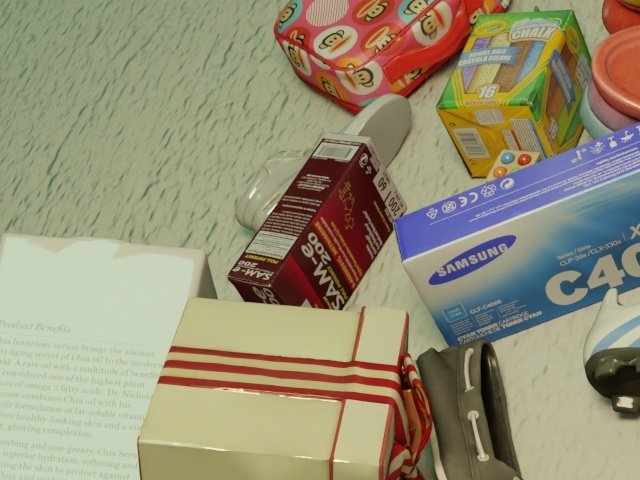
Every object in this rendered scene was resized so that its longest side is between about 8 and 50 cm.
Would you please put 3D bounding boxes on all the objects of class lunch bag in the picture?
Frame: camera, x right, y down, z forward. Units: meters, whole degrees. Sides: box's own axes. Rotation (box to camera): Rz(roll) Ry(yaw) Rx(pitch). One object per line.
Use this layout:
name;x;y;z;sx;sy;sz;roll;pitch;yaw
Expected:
lunch bag;0.107;-0.308;2.089;0.293;0.120;0.258;-40;41;-12

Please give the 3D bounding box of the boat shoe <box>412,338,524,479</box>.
boat shoe;0.166;0.215;1.511;0.095;0.112;0.335;-27;37;7

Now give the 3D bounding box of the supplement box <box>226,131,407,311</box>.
supplement box;0.000;0.000;1.825;0.073;0.130;0.239;10;55;38

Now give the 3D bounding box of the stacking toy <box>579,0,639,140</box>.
stacking toy;0.451;-0.212;1.824;0.279;0.130;0.309;12;54;7

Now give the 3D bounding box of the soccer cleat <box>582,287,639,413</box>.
soccer cleat;0.416;0.082;1.488;0.331;0.116;0.143;-6;46;28

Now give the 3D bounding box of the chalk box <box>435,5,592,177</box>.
chalk box;0.253;-0.194;1.868;0.132;0.132;0.213;3;51;35

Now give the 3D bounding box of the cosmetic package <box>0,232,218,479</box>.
cosmetic package;-0.254;0.231;1.585;0.230;0.161;0.453;5;64;7

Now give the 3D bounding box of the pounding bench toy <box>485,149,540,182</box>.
pounding bench toy;0.227;-0.058;1.794;0.052;0.065;0.083;7;53;37

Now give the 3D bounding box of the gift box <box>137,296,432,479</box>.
gift box;-0.024;0.231;1.467;0.258;0.255;0.276;4;41;7

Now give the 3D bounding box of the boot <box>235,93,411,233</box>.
boot;-0.002;-0.103;1.960;0.123;0.095;0.258;26;66;38

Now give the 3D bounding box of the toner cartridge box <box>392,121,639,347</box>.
toner cartridge box;0.270;-0.009;1.638;0.347;0.165;0.075;-22;40;12
